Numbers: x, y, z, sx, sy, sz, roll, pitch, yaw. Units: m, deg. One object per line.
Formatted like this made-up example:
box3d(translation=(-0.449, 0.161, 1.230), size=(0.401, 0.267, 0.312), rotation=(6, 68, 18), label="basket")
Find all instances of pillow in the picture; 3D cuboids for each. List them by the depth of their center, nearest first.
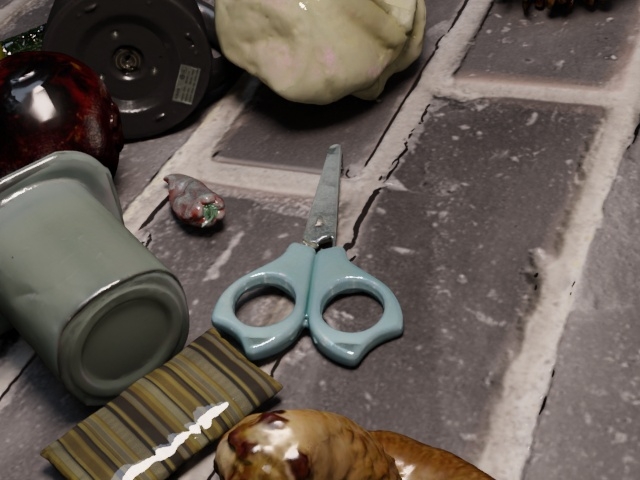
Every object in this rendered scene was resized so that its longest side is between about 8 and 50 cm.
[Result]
box3d(translation=(-0.143, 0.165, 0.984), size=(0.203, 0.038, 0.113), rotation=(-35, 48, -26), label="pillow")

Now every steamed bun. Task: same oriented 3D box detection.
box3d(translation=(0.002, -0.323, 1.382), size=(0.275, 0.206, 0.320), rotation=(5, 33, -18), label="steamed bun")

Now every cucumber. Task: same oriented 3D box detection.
box3d(translation=(-0.455, -0.280, 1.596), size=(0.256, 0.043, 0.044), rotation=(-31, 38, -23), label="cucumber")

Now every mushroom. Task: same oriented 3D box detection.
box3d(translation=(0.044, 0.229, 0.752), size=(0.267, 0.254, 0.267), rotation=(6, 57, -10), label="mushroom")

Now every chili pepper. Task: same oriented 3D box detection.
box3d(translation=(-0.146, -0.045, 1.241), size=(0.050, 0.041, 0.153), rotation=(-4, 18, -25), label="chili pepper")

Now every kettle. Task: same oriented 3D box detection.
box3d(translation=(-0.230, -0.281, 1.457), size=(0.268, 0.207, 0.290), rotation=(15, 27, -17), label="kettle")

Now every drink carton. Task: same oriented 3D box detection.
box3d(translation=(-0.235, 0.038, 1.050), size=(0.191, 0.185, 0.189), rotation=(-30, 46, -26), label="drink carton")

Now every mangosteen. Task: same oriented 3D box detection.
box3d(translation=(-0.330, -0.122, 1.253), size=(0.209, 0.210, 0.210), rotation=(-6, 39, 5), label="mangosteen")

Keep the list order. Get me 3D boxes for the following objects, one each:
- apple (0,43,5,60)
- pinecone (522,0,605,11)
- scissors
box3d(translation=(-0.526, -0.237, 1.446), size=(0.157, 0.196, 0.196), rotation=(-46, 33, 22), label="apple")
box3d(translation=(0.338, -0.403, 1.473), size=(0.212, 0.169, 0.186), rotation=(2, 38, 14), label="pinecone")
box3d(translation=(0.000, 0.001, 1.164), size=(0.191, 0.029, 0.360), rotation=(1, 38, 7), label="scissors")
